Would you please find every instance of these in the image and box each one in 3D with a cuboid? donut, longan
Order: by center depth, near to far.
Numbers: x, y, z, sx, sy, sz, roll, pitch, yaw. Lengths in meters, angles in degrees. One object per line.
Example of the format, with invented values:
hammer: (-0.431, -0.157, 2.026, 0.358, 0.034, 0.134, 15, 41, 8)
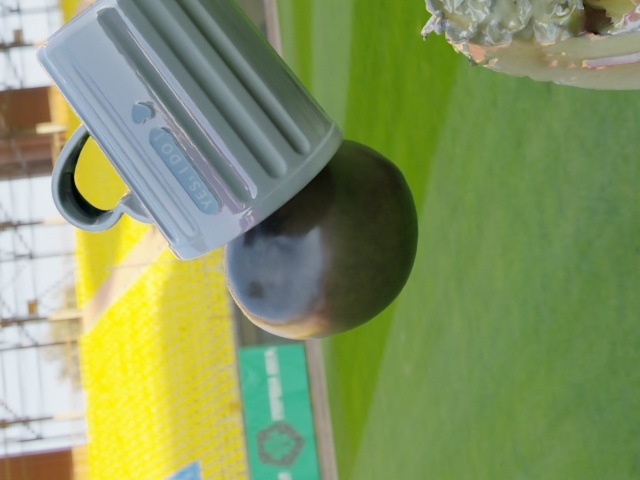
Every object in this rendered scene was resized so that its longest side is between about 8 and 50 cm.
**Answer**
longan: (0.000, 0.000, 1.087, 0.167, 0.187, 0.167, 49, -179, -1)
donut: (0.295, -0.264, 1.110, 0.371, 0.307, 0.150, 144, 135, -58)

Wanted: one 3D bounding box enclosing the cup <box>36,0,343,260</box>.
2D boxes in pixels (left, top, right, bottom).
cup: (-0.125, -0.095, 0.961, 0.202, 0.221, 0.167, 53, 175, -15)
